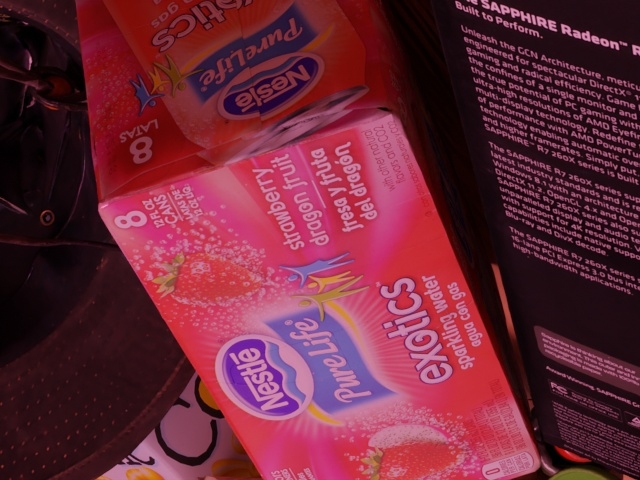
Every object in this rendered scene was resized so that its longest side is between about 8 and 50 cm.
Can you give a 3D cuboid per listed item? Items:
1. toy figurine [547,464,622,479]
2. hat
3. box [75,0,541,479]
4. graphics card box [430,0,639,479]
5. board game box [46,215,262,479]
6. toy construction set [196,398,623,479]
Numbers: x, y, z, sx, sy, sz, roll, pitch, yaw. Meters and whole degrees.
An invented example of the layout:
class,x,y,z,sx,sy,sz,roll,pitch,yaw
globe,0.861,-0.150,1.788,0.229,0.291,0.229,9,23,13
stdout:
class,x,y,z,sx,sy,sz,roll,pitch,yaw
toy figurine,0.206,0.150,0.888,0.173,0.159,0.130,-11,90,65
hat,-0.193,-0.033,0.909,0.331,0.331,0.134,52,175,-35
box,0.000,0.000,0.833,0.122,0.128,0.257,-18,139,7
graphics card box,0.174,-0.010,0.696,0.233,0.094,0.371,20,151,28
board game box,-0.067,0.092,1.117,0.142,0.144,0.275,4,143,47
toy construction set,0.059,0.182,0.992,0.327,0.215,0.151,6,170,-22
